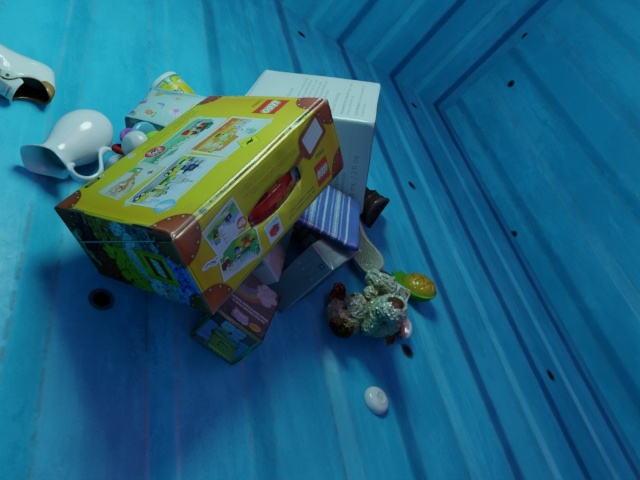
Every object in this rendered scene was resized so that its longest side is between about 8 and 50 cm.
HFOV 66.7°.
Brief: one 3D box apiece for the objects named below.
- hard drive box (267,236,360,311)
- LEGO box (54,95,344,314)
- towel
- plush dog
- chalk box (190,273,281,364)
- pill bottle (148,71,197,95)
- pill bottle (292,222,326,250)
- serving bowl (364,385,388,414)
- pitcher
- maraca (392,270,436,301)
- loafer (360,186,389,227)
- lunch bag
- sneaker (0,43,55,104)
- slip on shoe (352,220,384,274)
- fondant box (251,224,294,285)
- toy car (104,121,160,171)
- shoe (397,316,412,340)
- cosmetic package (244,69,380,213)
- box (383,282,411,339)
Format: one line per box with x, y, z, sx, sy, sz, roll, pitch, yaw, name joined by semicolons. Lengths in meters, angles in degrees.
-0.022;0.084;1.384;0.089;0.232;0.181;51;33;7;hard drive box
-0.240;-0.120;1.074;0.500;0.373;0.193;-51;139;-35;LEGO box
-0.034;-0.107;1.371;0.336;0.040;0.243;26;34;-13;towel
0.123;0.220;1.465;0.226;0.210;0.262;2;24;-4;plush dog
-0.206;0.196;1.159;0.132;0.132;0.213;40;35;-12;chalk box
-0.435;-0.424;1.555;0.208;0.117;0.117;46;33;-3;pill bottle
0.000;0.000;1.596;0.216;0.121;0.121;49;33;3;pill bottle
0.165;0.455;1.395;0.083;0.027;0.083;29;37;-24;serving bowl
-0.574;-0.222;1.176;0.178;0.125;0.207;26;42;-3;pitcher
0.351;0.168;1.842;0.186;0.099;0.127;25;28;14;maraca
0.178;-0.139;1.891;0.130;0.133;0.366;36;6;3;loafer
-0.391;-0.316;1.401;0.263;0.160;0.223;12;40;-4;lunch bag
-0.785;-0.410;1.161;0.290;0.106;0.123;10;46;-44;sneaker
0.123;-0.004;1.768;0.331;0.123;0.101;57;0;24;slip on shoe
-0.183;-0.056;1.365;0.330;0.096;0.238;-82;149;-58;fondant box
-0.472;-0.228;1.259;0.136;0.182;0.159;52;22;18;toy car
0.257;0.260;1.671;0.081;0.063;0.178;29;33;-23;shoe
-0.029;-0.321;1.574;0.394;0.329;0.327;7;39;5;cosmetic package
0.217;0.219;1.618;0.114;0.036;0.207;32;49;4;box
